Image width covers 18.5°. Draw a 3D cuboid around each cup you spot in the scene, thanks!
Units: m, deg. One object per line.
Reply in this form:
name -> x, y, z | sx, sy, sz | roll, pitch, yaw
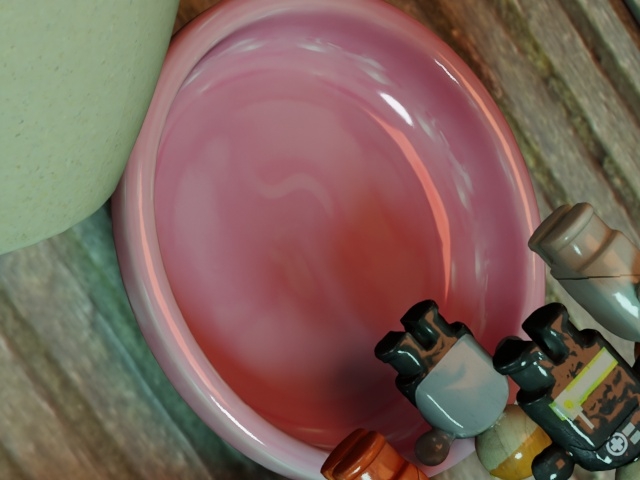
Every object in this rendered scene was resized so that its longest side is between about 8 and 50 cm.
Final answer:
cup -> -0.211, -0.124, 1.036 | 0.331, 0.331, 0.237 | -28, 120, -39

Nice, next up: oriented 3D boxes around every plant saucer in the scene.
plant saucer -> 0.000, 0.000, 1.274 | 0.332, 0.084, 0.332 | 11, 70, -33

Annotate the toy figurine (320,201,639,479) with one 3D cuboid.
toy figurine -> 0.128, 0.104, 1.141 | 0.148, 0.213, 0.209 | 46, 29, -12
